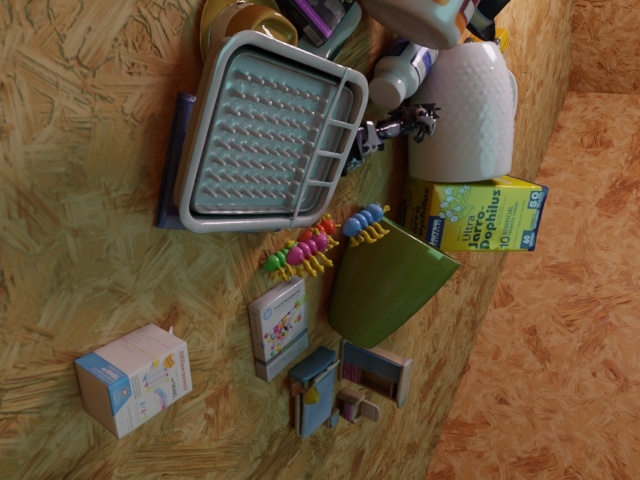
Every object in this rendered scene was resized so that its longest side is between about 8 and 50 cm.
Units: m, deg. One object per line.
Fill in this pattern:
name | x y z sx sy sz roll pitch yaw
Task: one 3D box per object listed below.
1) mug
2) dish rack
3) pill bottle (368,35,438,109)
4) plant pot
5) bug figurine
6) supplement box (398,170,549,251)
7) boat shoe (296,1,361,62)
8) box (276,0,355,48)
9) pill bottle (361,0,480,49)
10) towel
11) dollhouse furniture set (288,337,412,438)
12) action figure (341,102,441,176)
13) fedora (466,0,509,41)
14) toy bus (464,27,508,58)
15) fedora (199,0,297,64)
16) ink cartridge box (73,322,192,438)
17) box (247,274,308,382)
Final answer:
mug | 0.411 -0.358 1.239 0.374 0.276 0.328 -17 112 -31
dish rack | -0.075 -0.156 0.712 0.333 0.072 0.285 -7 124 -53
pill bottle | 0.190 -0.400 1.064 0.186 0.112 0.112 -56 143 -25
plant pot | 0.147 0.108 1.119 0.275 0.275 0.293 18 105 -57
bug figurine | 0.000 0.000 0.881 0.216 0.279 0.072 -33 99 -26
supplement box | 0.437 -0.087 1.329 0.357 0.195 0.194 0 108 -13
boat shoe | 0.004 -0.370 0.845 0.219 0.078 0.070 -58 180 -25
box | -0.001 -0.431 0.789 0.116 0.029 0.162 42 63 -24
pill bottle | 0.261 -0.608 0.886 0.224 0.224 0.392 8 113 -57
towel | -0.140 -0.115 0.767 0.285 0.034 0.209 -1 106 -54
dollhouse furniture set | 0.069 0.433 1.166 0.303 0.198 0.286 -23 122 -50
action figure | 0.158 -0.249 1.045 0.285 0.185 0.099 -29 100 -29
fedora | 0.408 -0.663 1.125 0.334 0.152 0.334 25 52 -37
toy bus | 0.505 -0.556 1.474 0.332 0.108 0.130 -60 146 -22
fedora | -0.096 -0.306 0.706 0.194 0.079 0.194 -29 127 -48
ink cartridge box | -0.262 0.195 0.665 0.143 0.090 0.092 -27 125 -48
box | -0.086 0.187 0.975 0.145 0.038 0.186 -33 128 -46
